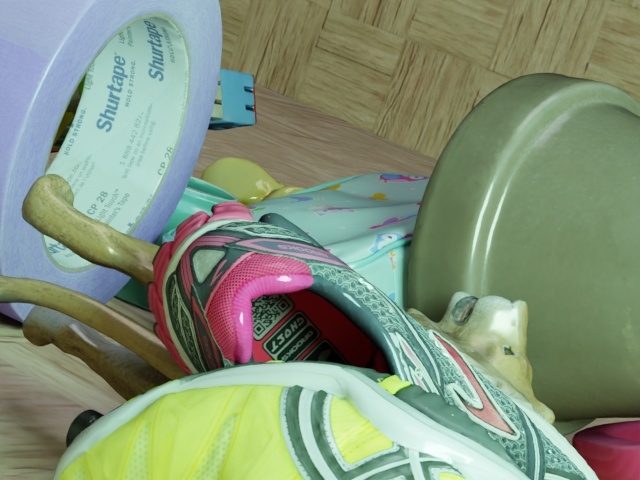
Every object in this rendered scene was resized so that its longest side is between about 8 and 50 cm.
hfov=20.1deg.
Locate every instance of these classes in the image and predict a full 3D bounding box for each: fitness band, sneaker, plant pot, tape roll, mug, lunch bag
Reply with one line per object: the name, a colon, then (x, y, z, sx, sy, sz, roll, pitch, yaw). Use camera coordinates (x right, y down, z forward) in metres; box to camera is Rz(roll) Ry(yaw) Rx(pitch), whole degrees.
fitness band: (0.289, 0.142, 1.261, 0.209, 0.054, 0.291, -8, -3, -6)
sneaker: (0.039, 0.105, 0.891, 0.299, 0.121, 0.112, 39, -4, -18)
sneaker: (0.033, 0.153, 0.715, 0.385, 0.145, 0.147, 16, 22, 31)
plant pot: (0.228, 0.024, 1.246, 0.229, 0.263, 0.263, 11, 1, 41)
tape roll: (-0.173, -0.081, 1.239, 0.090, 0.275, 0.275, 23, 9, 19)
mug: (-0.108, 0.001, 1.469, 0.129, 0.097, 0.158, 26, 11, 35)
lunch bag: (0.029, 0.023, 1.367, 0.224, 0.108, 0.279, 7, 15, 42)

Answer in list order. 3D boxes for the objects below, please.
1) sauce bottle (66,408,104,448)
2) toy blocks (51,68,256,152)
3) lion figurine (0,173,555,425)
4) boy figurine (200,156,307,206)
sauce bottle: (-0.079, 0.126, 0.945, 0.128, 0.042, 0.042, 23, 9, 33)
toy blocks: (-0.240, -0.141, 1.643, 0.381, 0.190, 0.261, -7, -6, 34)
lion figurine: (-0.025, 0.077, 1.054, 0.240, 0.142, 0.392, 37, 20, 23)
boy figurine: (0.000, 0.000, 1.746, 0.285, 0.092, 0.177, 21, 9, 15)
